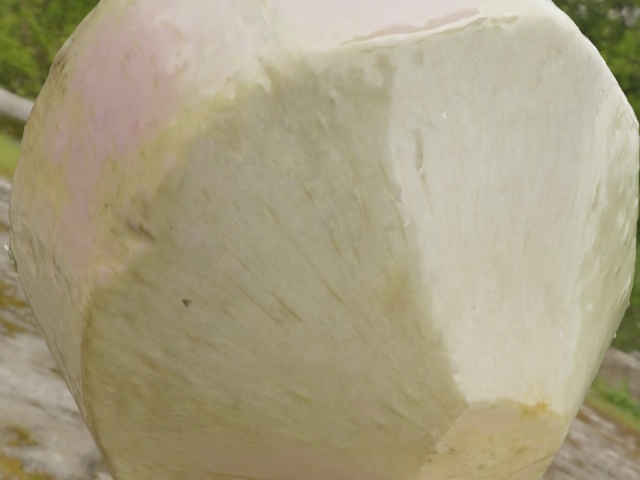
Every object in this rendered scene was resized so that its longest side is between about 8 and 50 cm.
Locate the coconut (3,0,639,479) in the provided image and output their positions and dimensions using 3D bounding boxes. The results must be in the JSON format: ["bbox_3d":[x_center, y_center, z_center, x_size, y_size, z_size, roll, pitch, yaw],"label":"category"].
[{"bbox_3d":[0.000,0.000,0.430,0.197,0.237,0.237,-1,20,-28],"label":"coconut"}]
